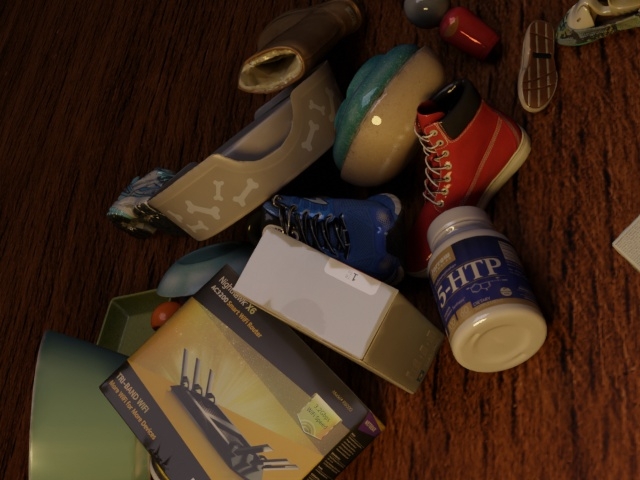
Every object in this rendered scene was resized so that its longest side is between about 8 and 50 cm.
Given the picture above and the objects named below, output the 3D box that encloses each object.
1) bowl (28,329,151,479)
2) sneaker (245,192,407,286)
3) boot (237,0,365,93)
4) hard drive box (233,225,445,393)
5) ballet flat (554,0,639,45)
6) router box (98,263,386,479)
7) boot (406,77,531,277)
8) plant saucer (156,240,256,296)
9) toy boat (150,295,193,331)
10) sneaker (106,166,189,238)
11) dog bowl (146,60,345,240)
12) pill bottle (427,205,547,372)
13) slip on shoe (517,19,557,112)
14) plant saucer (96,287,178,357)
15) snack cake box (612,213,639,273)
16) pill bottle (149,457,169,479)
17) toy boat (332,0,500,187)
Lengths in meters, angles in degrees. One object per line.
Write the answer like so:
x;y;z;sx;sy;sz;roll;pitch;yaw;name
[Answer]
-0.333;0.291;1.475;0.311;0.163;0.312;-178;90;-81;bowl
0.000;0.000;1.344;0.330;0.147;0.130;3;97;60;sneaker
-0.067;-0.313;1.634;0.236;0.089;0.269;-21;19;37;boot
0.030;0.089;1.177;0.181;0.232;0.089;26;84;25;hard drive box
0.371;-0.299;1.263;0.188;0.070;0.070;-9;58;45;ballet flat
-0.107;0.216;1.282;0.243;0.081;0.309;-45;58;-6;router box
0.145;-0.080;1.261;0.244;0.176;0.088;-57;42;3;boot
-0.167;0.035;1.538;0.194;0.037;0.195;-14;13;3;plant saucer
-0.192;0.143;1.493;0.151;0.151;0.231;-38;41;24;toy boat
-0.290;-0.083;1.804;0.283;0.110;0.122;-1;60;48;sneaker
-0.099;-0.131;1.514;0.348;0.102;0.349;-37;9;7;dog bowl
0.188;0.052;1.172;0.112;0.112;0.187;-38;41;23;pill bottle
0.288;-0.229;1.326;0.041;0.051;0.135;106;169;-69;slip on shoe
-0.316;0.181;1.690;0.188;0.045;0.188;-12;55;43;plant saucer
0.441;-0.034;0.973;0.264;0.089;0.152;-48;36;11;snack cake box
-0.148;0.277;1.386;0.184;0.103;0.103;-49;38;9;pill bottle
0.114;-0.222;1.380;0.318;0.148;0.267;-52;-7;-20;toy boat
